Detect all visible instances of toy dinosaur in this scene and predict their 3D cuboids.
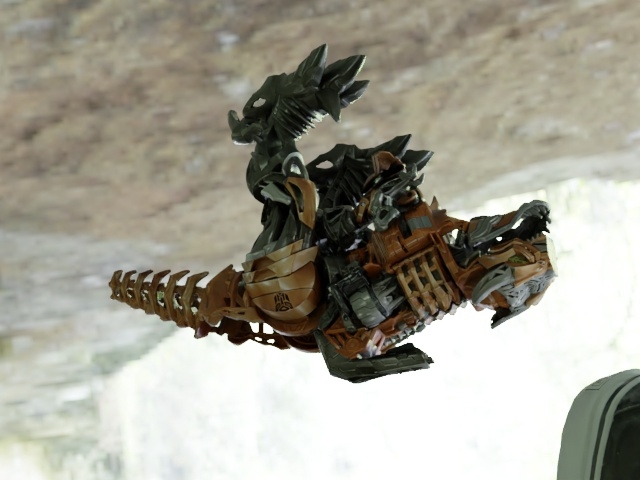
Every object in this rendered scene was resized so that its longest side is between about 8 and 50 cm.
[{"bbox_3d":[0.000,0.000,1.059,0.322,0.218,0.164,1,-29,4],"label":"toy dinosaur"}]

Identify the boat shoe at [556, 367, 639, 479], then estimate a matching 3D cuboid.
[{"bbox_3d":[0.198,0.245,0.891,0.121,0.335,0.119,-2,0,-28],"label":"boat shoe"}]
